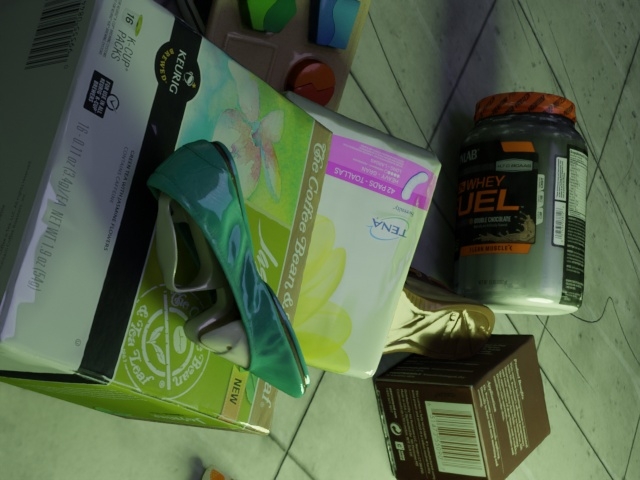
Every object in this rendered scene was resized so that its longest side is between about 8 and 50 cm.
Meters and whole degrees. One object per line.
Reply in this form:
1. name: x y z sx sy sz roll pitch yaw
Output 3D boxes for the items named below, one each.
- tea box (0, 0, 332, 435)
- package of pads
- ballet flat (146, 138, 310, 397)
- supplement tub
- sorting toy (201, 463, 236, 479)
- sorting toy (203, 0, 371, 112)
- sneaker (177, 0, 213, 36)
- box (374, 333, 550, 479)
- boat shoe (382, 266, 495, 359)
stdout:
1. tea box: -0.191 -0.016 0.921 0.324 0.220 0.328 30 65 -47
2. package of pads: 0.000 0.000 1.154 0.229 0.101 0.296 19 88 -26
3. ballet flat: -0.086 0.039 0.823 0.087 0.083 0.247 -27 110 -23
4. supplement tub: 0.323 -0.055 1.568 0.207 0.207 0.337 15 75 -50
5. sorting toy: -0.114 0.319 1.145 0.075 0.045 0.083 -55 130 -13
6. sorting toy: -0.077 -0.233 1.118 0.307 0.041 0.229 4 116 -38
7. sneaker: -0.104 -0.346 1.127 0.126 0.128 0.321 -41 120 -46
8. box: 0.215 0.249 1.446 0.203 0.167 0.168 -24 106 -49
9. boat shoe: 0.086 0.081 1.354 0.342 0.123 0.123 11 113 -32
